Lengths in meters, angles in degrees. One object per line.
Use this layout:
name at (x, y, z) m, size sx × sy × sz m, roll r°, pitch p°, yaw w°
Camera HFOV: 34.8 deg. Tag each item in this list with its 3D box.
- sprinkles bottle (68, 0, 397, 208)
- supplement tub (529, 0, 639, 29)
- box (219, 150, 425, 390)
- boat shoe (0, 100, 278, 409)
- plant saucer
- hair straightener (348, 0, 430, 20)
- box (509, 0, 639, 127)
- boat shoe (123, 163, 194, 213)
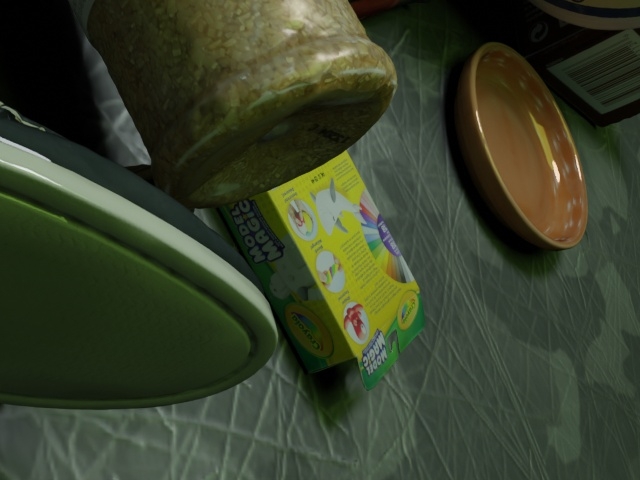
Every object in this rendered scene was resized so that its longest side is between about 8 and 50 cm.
sprinkles bottle at (-0.095, -0.192, 0.490) m, size 0.121 × 0.121 × 0.355 m, roll -9°, pitch 68°, yaw -55°
supplement tub at (0.259, -0.360, 0.858) m, size 0.325 × 0.235 × 0.235 m, roll 65°, pitch 20°, yaw -62°
box at (0.000, 0.000, 0.637) m, size 0.179 × 0.043 × 0.105 m, roll 61°, pitch 35°, yaw -6°
boat shoe at (-0.167, -0.035, 0.340) m, size 0.340 × 0.127 × 0.113 m, roll 16°, pitch 45°, yaw -23°
plant saucer at (0.179, -0.082, 0.927) m, size 0.200 × 0.037 × 0.200 m, roll 30°, pitch 49°, yaw -41°
hair straightener at (0.043, -0.224, 0.809) m, size 0.230 × 0.047 × 0.089 m, roll -30°, pitch 96°, yaw -50°
box at (0.302, -0.343, 1.152) m, size 0.191 × 0.143 × 0.381 m, roll 24°, pitch 51°, yaw -44°
boat shoe at (-0.115, 0.009, 0.449) m, size 0.068 × 0.072 × 0.190 m, roll 57°, pitch 36°, yaw -16°
